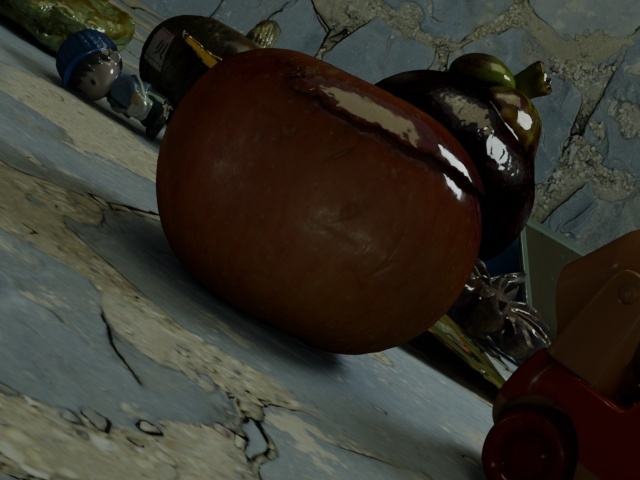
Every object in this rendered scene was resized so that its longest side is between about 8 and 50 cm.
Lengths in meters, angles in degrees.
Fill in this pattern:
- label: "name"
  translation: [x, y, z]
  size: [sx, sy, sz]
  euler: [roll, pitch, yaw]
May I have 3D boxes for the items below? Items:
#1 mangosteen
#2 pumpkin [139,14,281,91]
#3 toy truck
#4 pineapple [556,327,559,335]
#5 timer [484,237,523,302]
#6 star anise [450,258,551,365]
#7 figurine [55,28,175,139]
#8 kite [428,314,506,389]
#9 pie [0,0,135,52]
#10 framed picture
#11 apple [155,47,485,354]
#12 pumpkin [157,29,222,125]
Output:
- label: "mangosteen"
  translation: [0.161, -0.116, 1.893]
  size: [0.296, 0.314, 0.297]
  euler: [8, -32, 5]
- label: "pumpkin"
  translation: [-0.112, -0.221, 1.880]
  size: [0.260, 0.189, 0.260]
  euler: [34, 6, -4]
- label: "toy truck"
  translation: [0.266, 0.134, 1.053]
  size: [0.265, 0.239, 0.189]
  euler: [38, 10, 28]
- label: "pineapple"
  translation: [0.474, 0.156, 1.956]
  size: [0.202, 0.202, 0.362]
  euler: [39, 3, 36]
- label: "timer"
  translation: [0.277, 0.008, 2.290]
  size: [0.309, 0.115, 0.340]
  euler: [33, 7, -19]
- label: "star anise"
  translation: [0.214, 0.081, 1.729]
  size: [0.230, 0.081, 0.262]
  euler: [35, 14, 7]
- label: "figurine"
  translation: [-0.238, -0.183, 1.581]
  size: [0.149, 0.087, 0.086]
  euler: [33, -29, -9]
- label: "kite"
  translation: [0.117, 0.077, 1.500]
  size: [0.377, 0.013, 0.327]
  euler: [46, 8, 34]
- label: "pie"
  translation: [-0.371, -0.314, 1.788]
  size: [0.248, 0.090, 0.201]
  euler: [36, 19, 20]
- label: "framed picture"
  translation: [0.387, 0.094, 2.119]
  size: [0.273, 0.016, 0.217]
  euler: [27, 52, -42]
- label: "apple"
  translation: [-0.005, -0.029, 1.121]
  size: [0.272, 0.206, 0.251]
  euler: [30, -3, -39]
- label: "pumpkin"
  translation: [-0.084, -0.103, 1.608]
  size: [0.278, 0.111, 0.163]
  euler: [40, 8, -28]
